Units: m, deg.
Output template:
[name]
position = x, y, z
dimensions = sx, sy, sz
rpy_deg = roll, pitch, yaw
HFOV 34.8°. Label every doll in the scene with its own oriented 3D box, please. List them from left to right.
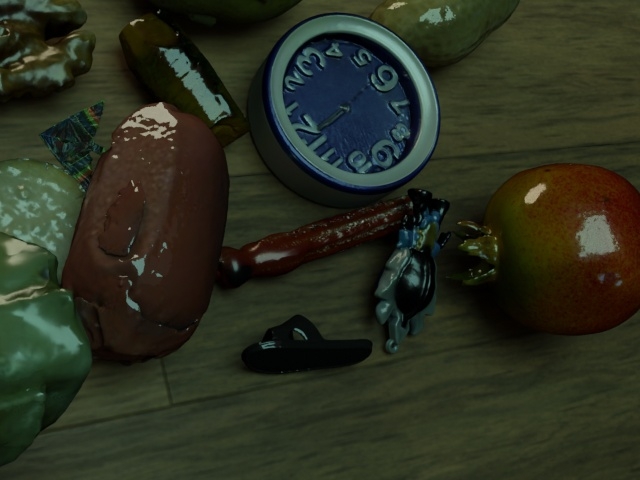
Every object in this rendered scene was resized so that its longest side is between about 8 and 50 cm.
[doll]
position = 0.108, 0.039, 1.207
dimensions = 0.096, 0.070, 0.195
rpy_deg = 21, 80, -39

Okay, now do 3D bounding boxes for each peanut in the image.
[peanut]
position = 0.167, -0.309, 1.362
dimensions = 0.137, 0.122, 0.253
rpy_deg = 39, 59, 12

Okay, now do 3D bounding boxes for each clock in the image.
[clock]
position = 0.029, -0.158, 1.239
dimensions = 0.230, 0.083, 0.230
rpy_deg = 6, 74, -22

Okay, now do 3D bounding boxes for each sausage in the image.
[sausage]
position = -0.173, -0.005, 1.034
dimensions = 0.152, 0.152, 0.280
rpy_deg = 20, 60, -20

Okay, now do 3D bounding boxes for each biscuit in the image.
[biscuit]
position = -0.301, -0.017, 1.051
dimensions = 0.152, 0.020, 0.152
rpy_deg = 11, 65, -24

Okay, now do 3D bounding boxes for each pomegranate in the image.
[pomegranate]
position = 0.279, 0.009, 1.233
dimensions = 0.256, 0.221, 0.221
rpy_deg = -5, 72, -12

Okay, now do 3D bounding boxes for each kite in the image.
[kite]
position = -0.263, -0.107, 1.118
dimensions = 0.090, 0.004, 0.122
rpy_deg = 17, 63, -20

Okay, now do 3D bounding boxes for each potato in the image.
[potato]
position = -0.119, -0.342, 1.204
dimensions = 0.228, 0.148, 0.197
rpy_deg = -31, 73, -35

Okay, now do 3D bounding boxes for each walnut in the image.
[walnut]
position = -0.330, -0.212, 1.088
dimensions = 0.170, 0.069, 0.143
rpy_deg = -16, 79, -30

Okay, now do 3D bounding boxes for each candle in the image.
[candle]
position = 0.000, 0.000, 1.186
dimensions = 0.329, 0.048, 0.051
rpy_deg = -18, 71, -32

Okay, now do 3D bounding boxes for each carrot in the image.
[carrot]
position = -0.157, -0.179, 1.158
dimensions = 0.082, 0.082, 0.173
rpy_deg = -37, 89, -34

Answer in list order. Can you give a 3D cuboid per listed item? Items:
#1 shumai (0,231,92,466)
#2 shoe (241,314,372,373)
[shumai]
position = -0.355, 0.057, 0.792
dimensions = 0.348, 0.395, 0.395
rpy_deg = 22, 61, -19
[shoe]
position = -0.018, 0.111, 1.128
dimensions = 0.159, 0.062, 0.053
rpy_deg = 3, 56, -26
